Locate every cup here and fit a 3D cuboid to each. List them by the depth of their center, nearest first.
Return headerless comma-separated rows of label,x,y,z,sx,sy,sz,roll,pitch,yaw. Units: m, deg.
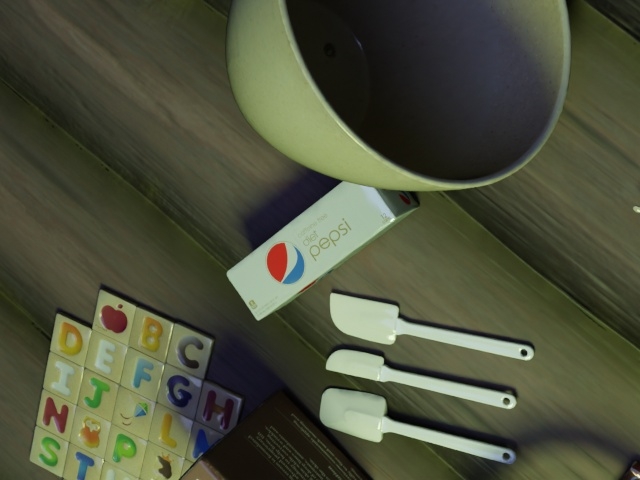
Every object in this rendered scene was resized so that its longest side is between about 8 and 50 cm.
cup,0.039,-0.188,1.123,0.237,0.331,0.331,-17,94,54

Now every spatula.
spatula,0.114,0.161,1.312,0.242,0.019,0.168,11,101,23

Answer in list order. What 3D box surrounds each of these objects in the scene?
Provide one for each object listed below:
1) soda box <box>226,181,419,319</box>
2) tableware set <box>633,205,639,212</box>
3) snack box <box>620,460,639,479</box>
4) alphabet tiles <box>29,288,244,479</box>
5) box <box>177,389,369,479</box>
soda box,0.000,0.000,1.294,0.216,0.074,0.069,-38,84,28
tableware set,0.369,-0.086,1.125,0.104,0.024,0.154,16,107,19
snack box,0.384,0.305,1.207,0.178,0.022,0.064,34,116,15
alphabet tiles,-0.245,0.245,1.508,0.285,0.011,0.342,22,111,20
box,-0.077,0.310,1.327,0.168,0.203,0.167,46,117,6
